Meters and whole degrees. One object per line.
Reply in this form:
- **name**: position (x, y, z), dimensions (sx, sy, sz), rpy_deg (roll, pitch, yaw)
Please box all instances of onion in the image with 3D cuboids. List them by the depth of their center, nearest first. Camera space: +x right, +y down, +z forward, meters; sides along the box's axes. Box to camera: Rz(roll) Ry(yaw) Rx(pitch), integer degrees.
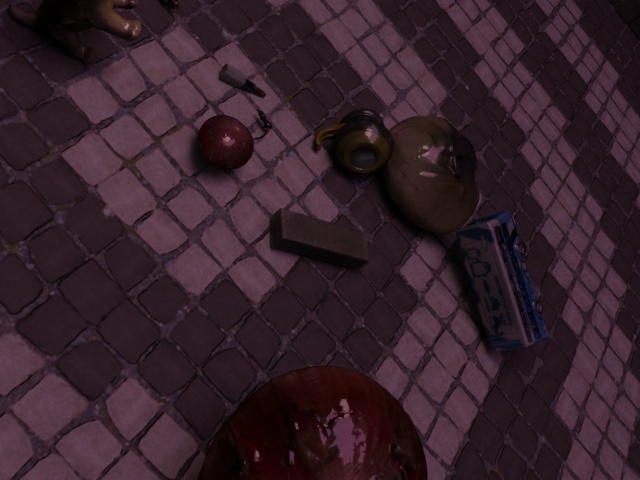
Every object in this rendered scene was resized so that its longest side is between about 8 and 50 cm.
- **onion**: position (-0.012, 0.349, 1.053), dimensions (0.353, 0.353, 0.354), rpy_deg (18, 58, -30)

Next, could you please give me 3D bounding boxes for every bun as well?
- **bun**: position (0.255, -0.154, 1.622), dimensions (0.272, 0.168, 0.273), rpy_deg (16, 66, -39)

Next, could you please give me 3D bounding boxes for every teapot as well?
- **teapot**: position (0.072, -0.212, 1.549), dimensions (0.165, 0.130, 0.119), rpy_deg (4, 44, -2)

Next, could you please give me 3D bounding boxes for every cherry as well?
- **cherry**: position (-0.163, -0.201, 1.381), dimensions (0.107, 0.090, 0.225), rpy_deg (32, 32, -3)

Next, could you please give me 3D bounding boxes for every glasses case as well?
- **glasses case**: position (0.000, 0.000, 1.420), dimensions (0.205, 0.047, 0.071), rpy_deg (15, 55, -32)

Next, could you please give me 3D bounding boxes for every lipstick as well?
- **lipstick**: position (-0.153, -0.318, 1.480), dimensions (0.107, 0.025, 0.025), rpy_deg (26, 55, -33)

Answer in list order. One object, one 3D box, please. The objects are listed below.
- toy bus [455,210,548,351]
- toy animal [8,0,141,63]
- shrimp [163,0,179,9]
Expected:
- **toy bus**: position (0.401, 0.093, 1.610), dimensions (0.131, 0.106, 0.297), rpy_deg (-17, 90, -50)
- **toy animal**: position (-0.389, -0.398, 1.206), dimensions (0.168, 0.233, 0.121), rpy_deg (16, 63, -41)
- **shrimp**: position (-0.349, -0.523, 1.426), dimensions (0.124, 0.034, 0.178), rpy_deg (-19, 78, -39)
